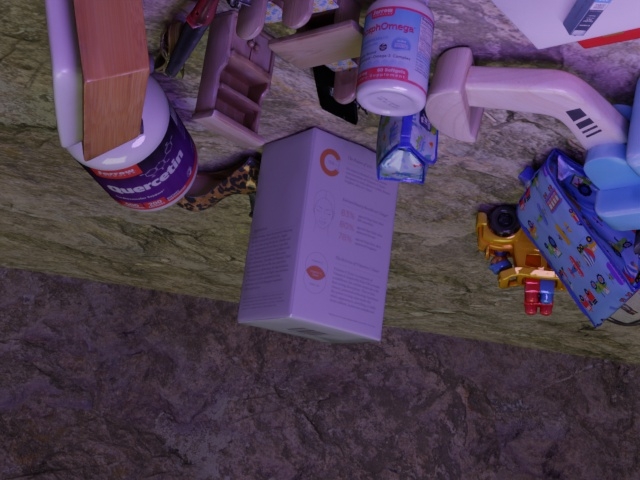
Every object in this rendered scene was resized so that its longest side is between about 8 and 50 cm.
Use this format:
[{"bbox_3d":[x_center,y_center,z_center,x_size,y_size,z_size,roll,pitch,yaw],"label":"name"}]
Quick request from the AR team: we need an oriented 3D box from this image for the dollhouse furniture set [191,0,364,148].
[{"bbox_3d":[-0.038,-0.230,1.242,0.242,0.161,0.212,-4,161,37],"label":"dollhouse furniture set"}]

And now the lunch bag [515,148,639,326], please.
[{"bbox_3d":[0.460,-0.018,1.665,0.293,0.138,0.221,46,164,15],"label":"lunch bag"}]

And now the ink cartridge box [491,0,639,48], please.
[{"bbox_3d":[0.380,-0.276,1.058,0.296,0.066,0.261,-5,159,40],"label":"ink cartridge box"}]

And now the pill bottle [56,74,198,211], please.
[{"bbox_3d":[-0.321,-0.175,1.546,0.181,0.182,0.323,6,165,7],"label":"pill bottle"}]

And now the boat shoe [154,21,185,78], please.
[{"bbox_3d":[-0.221,-0.278,1.367,0.048,0.056,0.153,5,173,-9],"label":"boat shoe"}]

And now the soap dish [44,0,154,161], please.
[{"bbox_3d":[-0.288,-0.254,1.191,0.118,0.229,0.291,-6,168,-16],"label":"soap dish"}]

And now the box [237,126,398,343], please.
[{"bbox_3d":[0.000,0.000,1.717,0.215,0.345,0.168,19,162,-36],"label":"box"}]

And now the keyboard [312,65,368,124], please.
[{"bbox_3d":[0.041,-0.237,1.453,0.100,0.038,0.192,29,169,11],"label":"keyboard"}]

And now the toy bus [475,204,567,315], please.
[{"bbox_3d":[0.428,0.047,1.949,0.220,0.212,0.149,6,166,12],"label":"toy bus"}]

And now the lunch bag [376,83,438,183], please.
[{"bbox_3d":[0.134,-0.172,1.435,0.096,0.129,0.151,4,163,7],"label":"lunch bag"}]

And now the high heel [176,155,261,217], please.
[{"bbox_3d":[-0.227,-0.136,1.891,0.261,0.093,0.186,14,148,8],"label":"high heel"}]

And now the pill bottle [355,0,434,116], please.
[{"bbox_3d":[0.094,-0.240,1.142,0.087,0.160,0.087,7,165,2],"label":"pill bottle"}]

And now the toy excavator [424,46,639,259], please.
[{"bbox_3d":[0.429,-0.152,1.309,0.433,0.222,0.445,-7,145,44],"label":"toy excavator"}]

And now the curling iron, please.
[{"bbox_3d":[-0.154,-0.285,1.219,0.035,0.068,0.274,2,161,-31],"label":"curling iron"}]

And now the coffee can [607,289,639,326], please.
[{"bbox_3d":[0.669,0.051,1.858,0.201,0.202,0.275,9,165,-7],"label":"coffee can"}]
